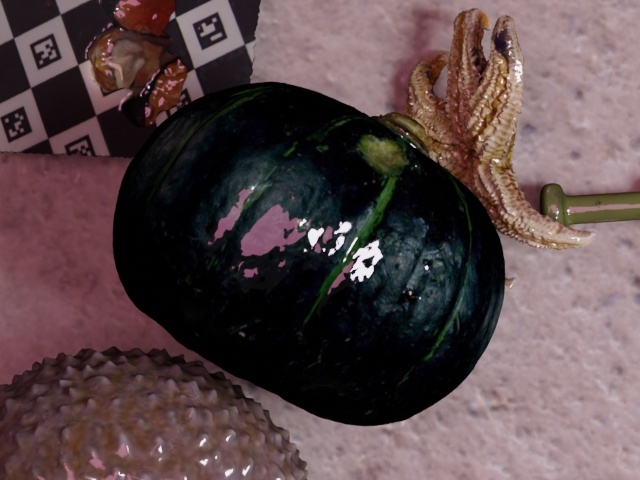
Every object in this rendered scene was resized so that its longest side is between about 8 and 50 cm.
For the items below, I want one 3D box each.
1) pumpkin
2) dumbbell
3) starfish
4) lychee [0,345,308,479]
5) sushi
[{"bbox_3d":[0.000,0.000,1.232,0.315,0.315,0.238,29,88,12],"label":"pumpkin"},{"bbox_3d":[0.240,-0.027,1.318,0.118,0.052,0.046,-3,88,10],"label":"dumbbell"},{"bbox_3d":[0.136,-0.067,1.310,0.071,0.216,0.238,-13,117,-24],"label":"starfish"},{"bbox_3d":[-0.152,0.222,1.272,0.300,0.300,0.300,-1,85,11],"label":"lychee"},{"bbox_3d":[-0.161,-0.214,1.412,0.264,0.050,0.290,3,88,19],"label":"sushi"}]
